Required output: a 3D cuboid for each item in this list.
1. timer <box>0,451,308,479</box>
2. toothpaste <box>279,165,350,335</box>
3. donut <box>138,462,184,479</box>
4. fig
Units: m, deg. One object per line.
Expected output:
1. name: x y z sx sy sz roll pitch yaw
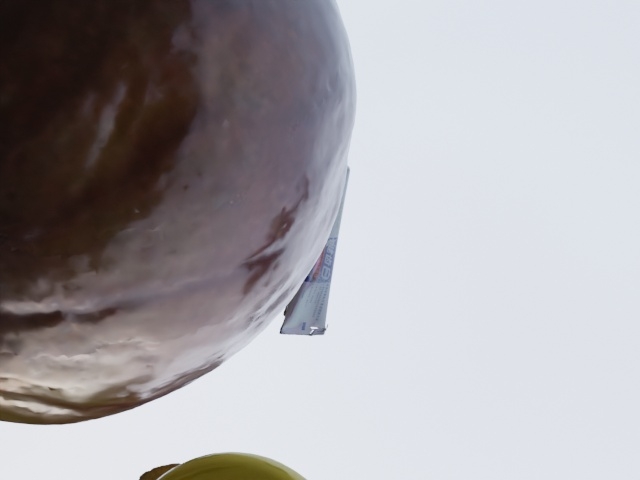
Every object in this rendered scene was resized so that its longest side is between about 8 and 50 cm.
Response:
1. timer: -0.162 0.307 1.047 0.387 0.376 0.376 -1 -106 17
2. toothpaste: 0.000 0.000 1.577 0.028 0.045 0.170 28 -68 54
3. donut: -0.122 0.250 1.700 0.097 0.108 0.043 -23 -147 28
4. fig: -0.103 -0.046 0.659 0.235 0.214 0.235 8 -78 43
